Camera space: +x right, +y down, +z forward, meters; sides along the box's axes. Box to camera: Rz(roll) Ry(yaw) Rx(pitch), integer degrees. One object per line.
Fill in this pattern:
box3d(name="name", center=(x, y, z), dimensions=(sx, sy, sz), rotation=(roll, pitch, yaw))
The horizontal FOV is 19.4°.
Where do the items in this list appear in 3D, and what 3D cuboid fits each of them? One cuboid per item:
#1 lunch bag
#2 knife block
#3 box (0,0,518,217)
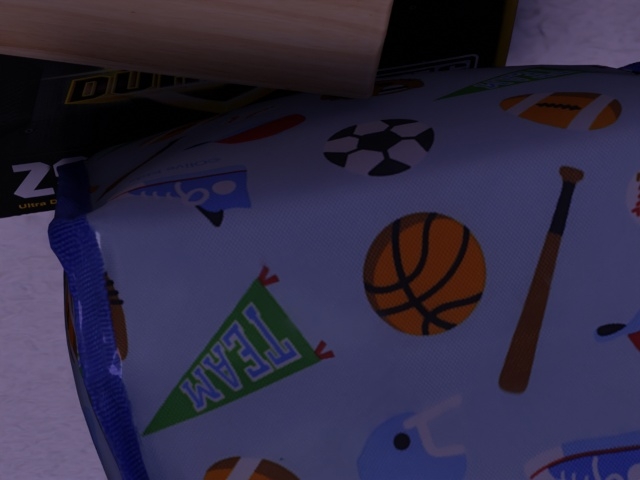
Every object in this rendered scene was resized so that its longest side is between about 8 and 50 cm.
box3d(name="lunch bag", center=(0.035, 0.031, 0.954), dimensions=(0.328, 0.239, 0.385), rotation=(-9, -168, -8))
box3d(name="knife block", center=(-0.136, -0.126, 0.787), dimensions=(0.242, 0.276, 0.088), rotation=(-35, 162, -19))
box3d(name="box", center=(-0.059, -0.118, 1.015), dimensions=(0.322, 0.079, 0.257), rotation=(-9, 157, -5))
